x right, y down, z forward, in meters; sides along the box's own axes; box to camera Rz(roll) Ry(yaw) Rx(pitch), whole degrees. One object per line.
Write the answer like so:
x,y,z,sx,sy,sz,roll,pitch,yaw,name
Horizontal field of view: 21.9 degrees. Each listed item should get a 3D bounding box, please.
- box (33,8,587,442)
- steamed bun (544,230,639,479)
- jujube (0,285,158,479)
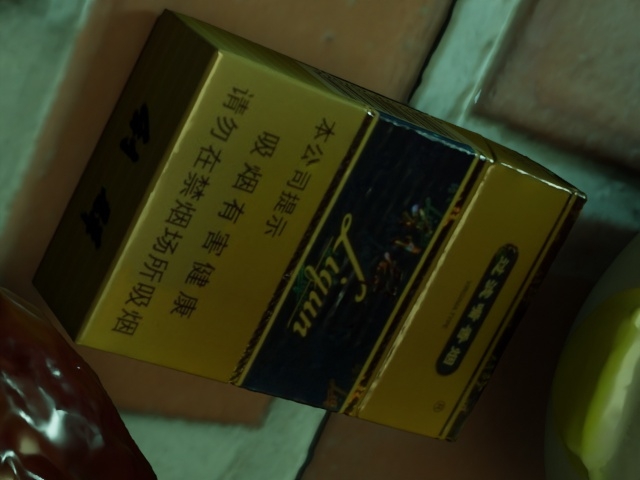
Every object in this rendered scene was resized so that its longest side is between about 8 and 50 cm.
0.000,0.000,0.811,0.237,0.070,0.152,20,104,-34,box
0.299,0.091,0.878,0.374,0.334,0.334,-35,127,-9,steamed bun
-0.158,0.128,0.731,0.174,0.174,0.250,-35,116,-10,jujube
